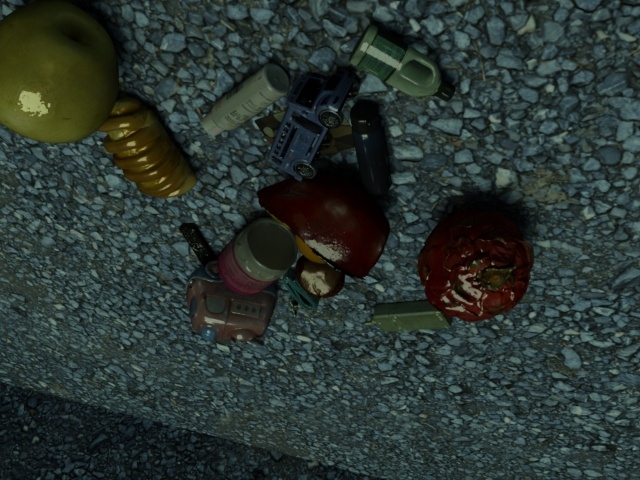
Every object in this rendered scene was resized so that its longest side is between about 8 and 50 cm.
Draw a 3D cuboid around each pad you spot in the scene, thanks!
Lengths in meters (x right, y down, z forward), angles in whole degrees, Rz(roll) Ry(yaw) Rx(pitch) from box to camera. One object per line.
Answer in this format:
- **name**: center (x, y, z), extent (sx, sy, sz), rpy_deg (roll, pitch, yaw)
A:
- **pad**: center (-0.032, -0.262, 1.787), extent (0.235, 0.003, 0.158), rpy_deg (-9, 135, 34)

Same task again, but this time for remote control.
- **remote control**: center (-0.370, 0.034, 2.311), extent (0.063, 0.025, 0.245), rpy_deg (3, 141, 23)

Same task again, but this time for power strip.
- **power strip**: center (0.259, 0.235, 2.261), extent (0.288, 0.053, 0.093), rpy_deg (-8, 138, 33)

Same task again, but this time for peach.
- **peach**: center (0.025, -0.067, 1.858), extent (0.362, 0.201, 0.258), rpy_deg (37, -176, 0)

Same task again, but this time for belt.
- **belt**: center (-0.077, 0.159, 2.313), extent (0.100, 0.065, 0.179), rpy_deg (-13, 132, 25)

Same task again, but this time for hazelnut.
- **hazelnut**: center (0.001, 0.095, 2.143), extent (0.154, 0.143, 0.143), rpy_deg (28, 144, 1)

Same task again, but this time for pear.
- **pear**: center (-0.602, -0.377, 1.660), extent (0.310, 0.309, 0.309), rpy_deg (13, 144, 9)

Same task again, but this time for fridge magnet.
- **fridge magnet**: center (0.000, 0.000, 2.045), extent (0.143, 0.063, 0.143), rpy_deg (10, 123, 15)

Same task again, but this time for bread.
- **bread**: center (-0.469, -0.232, 1.927), extent (0.173, 0.121, 0.311), rpy_deg (-4, 137, 30)

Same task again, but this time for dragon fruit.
- **dragon fruit**: center (0.376, 0.062, 1.798), extent (0.278, 0.277, 0.342), rpy_deg (25, 175, -8)

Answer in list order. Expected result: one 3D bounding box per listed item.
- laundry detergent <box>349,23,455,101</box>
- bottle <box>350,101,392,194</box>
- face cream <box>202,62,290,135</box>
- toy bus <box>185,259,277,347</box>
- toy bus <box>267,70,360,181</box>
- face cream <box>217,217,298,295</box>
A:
- **laundry detergent**: center (0.176, -0.353, 1.515), extent (0.226, 0.070, 0.099), rpy_deg (27, 137, -9)
- **bottle**: center (0.116, -0.215, 1.724), extent (0.082, 0.072, 0.244), rpy_deg (48, 163, 38)
- **face cream**: center (-0.183, -0.319, 1.716), extent (0.082, 0.081, 0.269), rpy_deg (40, 139, -26)
- **toy bus**: center (-0.285, 0.214, 2.309), extent (0.294, 0.231, 0.197), rpy_deg (12, 145, -11)
- **toy bus**: center (-0.022, -0.269, 1.662), extent (0.133, 0.125, 0.292), rpy_deg (27, 146, -4)
- **face cream**: center (-0.181, 0.047, 2.114), extent (0.175, 0.175, 0.195), rpy_deg (31, 144, -16)
